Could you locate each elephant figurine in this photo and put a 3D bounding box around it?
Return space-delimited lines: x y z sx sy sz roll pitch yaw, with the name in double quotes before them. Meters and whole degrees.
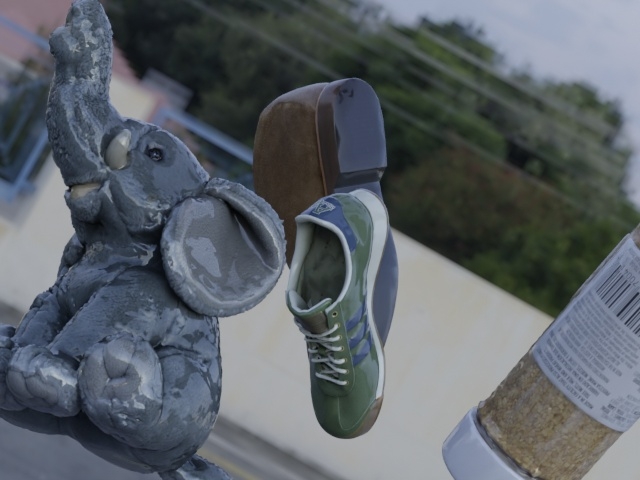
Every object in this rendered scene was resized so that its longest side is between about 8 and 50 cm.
"elephant figurine" -0.107 0.008 1.084 0.169 0.239 0.186 16 -21 9

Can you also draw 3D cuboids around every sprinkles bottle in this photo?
"sprinkles bottle" 0.260 0.097 1.561 0.121 0.355 0.121 35 18 -13

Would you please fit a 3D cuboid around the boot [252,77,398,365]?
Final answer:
"boot" 0.000 0.000 1.719 0.115 0.305 0.112 -3 -2 37

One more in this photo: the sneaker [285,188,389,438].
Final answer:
"sneaker" 0.003 0.058 1.321 0.064 0.192 0.086 8 8 33
